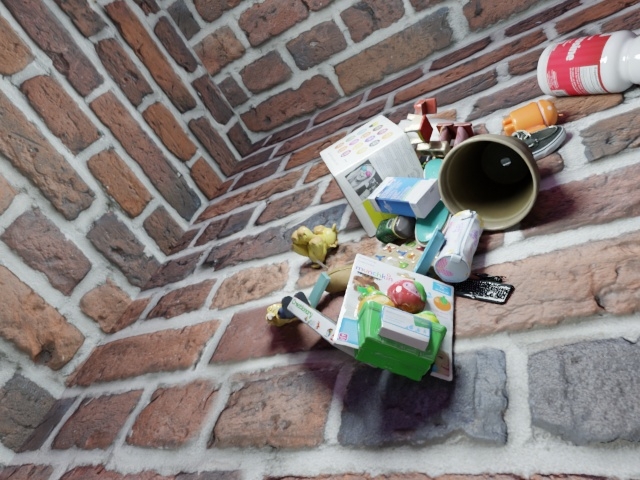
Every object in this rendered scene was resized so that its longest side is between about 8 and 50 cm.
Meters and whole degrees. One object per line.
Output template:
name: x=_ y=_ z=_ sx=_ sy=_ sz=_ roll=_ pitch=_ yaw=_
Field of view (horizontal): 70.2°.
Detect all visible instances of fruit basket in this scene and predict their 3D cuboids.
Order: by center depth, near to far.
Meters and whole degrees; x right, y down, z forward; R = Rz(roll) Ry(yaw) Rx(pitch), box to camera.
fruit basket: x=0.228 y=0.195 z=1.293 sx=0.327 sy=0.165 sz=0.353 roll=20 pitch=48 yaw=2

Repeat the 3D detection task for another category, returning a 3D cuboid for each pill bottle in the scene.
pill bottle: x=1.117 y=-0.707 z=1.831 sx=0.229 sy=0.229 sz=0.407 roll=-42 pitch=29 yaw=-15

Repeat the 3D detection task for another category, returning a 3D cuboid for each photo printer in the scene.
photo printer: x=0.549 y=-0.515 z=2.161 sx=0.256 sy=0.107 sz=0.307 roll=-6 pitch=21 yaw=-19

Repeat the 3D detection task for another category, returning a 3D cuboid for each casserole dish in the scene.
casserole dish: x=0.354 y=0.042 z=1.478 sx=0.188 sy=0.037 sz=0.114 roll=-66 pitch=-8 yaw=14

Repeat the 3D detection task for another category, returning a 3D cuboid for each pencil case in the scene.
pencil case: x=0.455 y=0.015 z=1.482 sx=0.273 sy=0.113 sz=0.124 roll=-54 pitch=-6 yaw=-44

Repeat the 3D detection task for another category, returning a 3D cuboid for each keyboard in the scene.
keyboard: x=0.483 y=0.132 z=1.383 sx=0.192 sy=0.038 sz=0.100 roll=7 pitch=47 yaw=50

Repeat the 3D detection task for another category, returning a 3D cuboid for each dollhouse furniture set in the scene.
dollhouse furniture set: x=0.482 y=-0.418 z=1.794 sx=0.152 sy=0.374 sz=0.201 roll=10 pitch=75 yaw=34

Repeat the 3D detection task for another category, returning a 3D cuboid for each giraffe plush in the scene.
giraffe plush: x=0.000 y=0.000 z=1.959 sx=0.170 sy=0.210 sz=0.181 roll=-47 pitch=5 yaw=-33

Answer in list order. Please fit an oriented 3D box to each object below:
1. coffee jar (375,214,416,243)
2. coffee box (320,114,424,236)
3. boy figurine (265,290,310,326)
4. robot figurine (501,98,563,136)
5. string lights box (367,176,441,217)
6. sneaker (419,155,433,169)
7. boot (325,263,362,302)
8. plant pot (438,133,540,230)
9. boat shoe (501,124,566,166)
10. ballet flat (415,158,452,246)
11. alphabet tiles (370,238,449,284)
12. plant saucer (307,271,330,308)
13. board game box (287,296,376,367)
coffee jar: x=0.292 y=-0.047 z=1.758 sx=0.096 sy=0.079 sz=0.184 roll=-64 pitch=15 yaw=-17
coffee box: x=0.243 y=-0.286 z=1.975 sx=0.334 sy=0.338 sz=0.337 roll=-31 pitch=28 yaw=5
boy figurine: x=-0.123 y=0.260 z=1.686 sx=0.177 sy=0.092 sz=0.285 roll=-18 pitch=-8 yaw=-23
robot figurine: x=0.867 y=-0.499 z=1.874 sx=0.219 sy=0.128 sz=0.158 roll=-20 pitch=7 yaw=25
string lights box: x=0.312 y=-0.165 z=1.693 sx=0.133 sy=0.077 sz=0.259 roll=-46 pitch=30 yaw=-19
sneaker: x=0.500 y=-0.352 z=2.111 sx=0.097 sy=0.084 sz=0.235 roll=-42 pitch=16 yaw=36
boot: x=0.109 y=0.194 z=1.629 sx=0.236 sy=0.089 sz=0.269 roll=-26 pitch=30 yaw=15
plant pot: x=0.611 y=-0.238 z=1.588 sx=0.323 sy=0.323 sz=0.280 roll=-8 pitch=22 yaw=40
boat shoe: x=0.781 y=-0.366 z=1.763 sx=0.335 sy=0.119 sz=0.121 roll=-29 pitch=28 yaw=9
ballet flat: x=0.447 y=-0.128 z=1.718 sx=0.139 sy=0.139 sz=0.400 roll=-12 pitch=52 yaw=35
alphabet tiles: x=0.306 y=0.096 z=1.576 sx=0.285 sy=0.011 sz=0.342 roll=-36 pitch=33 yaw=-25
plant saucer: x=-0.022 y=0.211 z=1.717 sx=0.192 sy=0.018 sz=0.067 roll=-64 pitch=27 yaw=8
board game box: x=0.039 y=0.286 z=1.441 sx=0.053 sy=0.193 sz=0.305 roll=-58 pitch=32 yaw=-6
